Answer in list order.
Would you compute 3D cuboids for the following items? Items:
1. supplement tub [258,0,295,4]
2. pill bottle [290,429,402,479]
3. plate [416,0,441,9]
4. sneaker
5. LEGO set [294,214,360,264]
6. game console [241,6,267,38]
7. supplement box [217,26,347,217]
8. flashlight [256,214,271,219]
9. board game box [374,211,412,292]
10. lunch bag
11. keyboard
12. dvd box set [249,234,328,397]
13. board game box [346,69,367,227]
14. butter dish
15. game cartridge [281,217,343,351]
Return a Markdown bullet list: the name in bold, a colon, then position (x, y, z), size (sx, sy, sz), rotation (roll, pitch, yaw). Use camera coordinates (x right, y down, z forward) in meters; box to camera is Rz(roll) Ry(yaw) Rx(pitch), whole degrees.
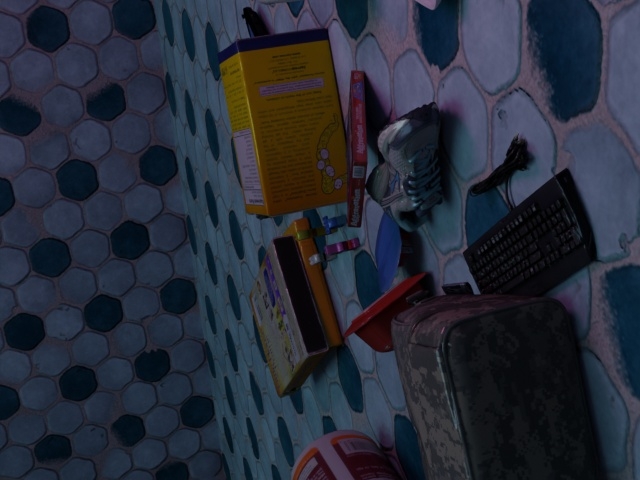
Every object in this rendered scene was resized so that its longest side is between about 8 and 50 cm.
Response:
- **supplement tub**: position (-0.040, -0.556, 1.582), size (0.191, 0.191, 0.272), rotation (-149, 48, -67)
- **pill bottle**: position (0.100, 0.590, 1.902), size (0.392, 0.224, 0.224), rotation (-132, 34, -59)
- **plate**: position (0.126, -0.508, 1.337), size (0.277, 0.045, 0.278), rotation (-126, 29, -54)
- **sneaker**: position (0.158, -0.112, 1.463), size (0.122, 0.110, 0.283), rotation (57, 164, 20)
- **LEGO set**: position (0.000, 0.000, 2.016), size (0.227, 0.093, 0.087), rotation (145, 111, -72)
- **game console**: position (-0.122, -0.407, 2.182), size (0.213, 0.044, 0.361), rotation (92, 160, -51)
- **supplement box**: position (-0.073, -0.241, 1.909), size (0.194, 0.195, 0.356), rotation (-168, 67, -72)
- **flashlight**: position (-0.113, -0.123, 2.279), size (0.304, 0.103, 0.103), rotation (133, 120, -68)
- **board game box**: position (0.137, 0.015, 1.679), size (0.168, 0.033, 0.133), rotation (-95, 17, -46)
- **lunch bag**: position (0.217, 0.219, 1.275), size (0.256, 0.212, 0.305), rotation (-8, 96, 68)
- **keyboard**: position (0.265, -0.020, 1.269), size (0.317, 0.033, 0.201), rotation (125, 130, -67)
- **dvd box set**: position (-0.090, 0.206, 2.345), size (0.420, 0.062, 0.307), rotation (116, 139, -64)
- **board game box**: position (0.063, -0.169, 1.638), size (0.281, 0.027, 0.145), rotation (-89, 3, -48)
- **butter dish**: position (0.141, 0.150, 1.636), size (0.118, 0.160, 0.160), rotation (52, 160, 5)
- **game cartridge**: position (-0.037, 0.133, 2.318), size (0.285, 0.053, 0.323), rotation (133, 125, -70)
